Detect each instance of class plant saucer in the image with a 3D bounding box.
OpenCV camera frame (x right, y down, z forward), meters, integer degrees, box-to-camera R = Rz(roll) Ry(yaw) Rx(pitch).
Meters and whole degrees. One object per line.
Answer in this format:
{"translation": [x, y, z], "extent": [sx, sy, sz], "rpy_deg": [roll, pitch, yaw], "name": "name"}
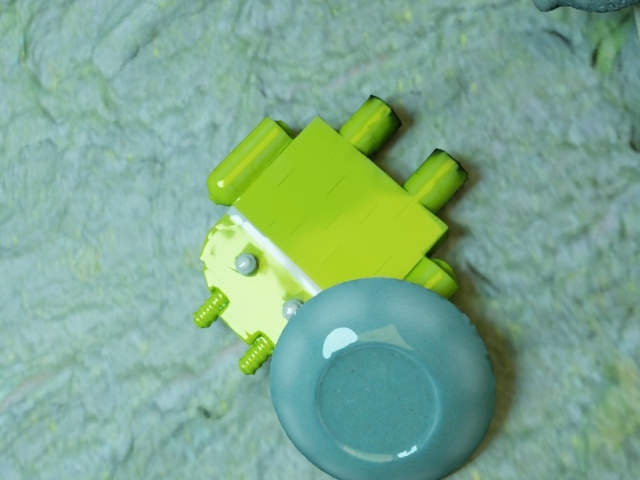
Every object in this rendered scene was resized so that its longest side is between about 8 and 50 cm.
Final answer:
{"translation": [0.048, 0.129, 0.577], "extent": [0.194, 0.037, 0.195], "rpy_deg": [2, 102, 10], "name": "plant saucer"}

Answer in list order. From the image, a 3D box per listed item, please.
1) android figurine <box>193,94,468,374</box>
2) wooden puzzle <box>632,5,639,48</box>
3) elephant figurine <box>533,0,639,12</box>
{"translation": [0.000, 0.000, 0.642], "extent": [0.273, 0.056, 0.248], "rpy_deg": [-45, 74, -2], "name": "android figurine"}
{"translation": [0.435, -0.142, 0.574], "extent": [0.321, 0.080, 0.348], "rpy_deg": [-6, 73, 10], "name": "wooden puzzle"}
{"translation": [0.301, -0.234, 0.512], "extent": [0.185, 0.170, 0.239], "rpy_deg": [-23, 48, -21], "name": "elephant figurine"}
